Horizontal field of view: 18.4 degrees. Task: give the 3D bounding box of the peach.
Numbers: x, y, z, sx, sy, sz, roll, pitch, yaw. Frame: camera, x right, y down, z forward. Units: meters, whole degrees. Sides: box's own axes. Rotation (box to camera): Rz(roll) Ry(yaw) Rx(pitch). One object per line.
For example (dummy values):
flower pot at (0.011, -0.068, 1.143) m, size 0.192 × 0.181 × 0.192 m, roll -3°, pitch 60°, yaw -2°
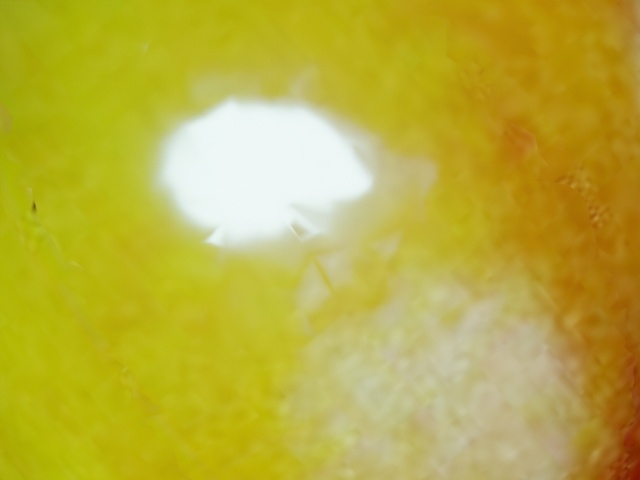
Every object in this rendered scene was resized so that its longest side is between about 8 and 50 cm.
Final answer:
peach at (0.000, 0.000, 0.632) m, size 0.307 × 0.308 × 0.332 m, roll -28°, pitch 97°, yaw 1°
